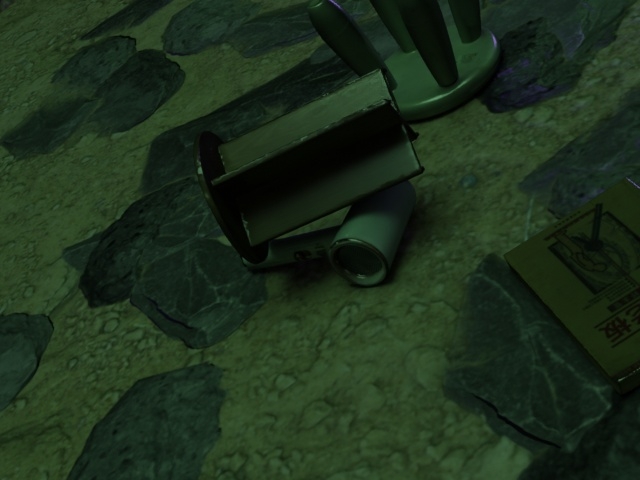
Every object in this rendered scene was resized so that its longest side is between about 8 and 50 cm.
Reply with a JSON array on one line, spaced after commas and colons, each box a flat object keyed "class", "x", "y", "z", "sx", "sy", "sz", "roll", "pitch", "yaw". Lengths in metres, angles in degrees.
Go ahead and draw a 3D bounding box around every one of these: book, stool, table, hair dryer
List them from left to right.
[{"class": "table", "x": -0.006, "y": -0.092, "z": 1.206, "sx": 0.226, "sy": 0.167, "sz": 0.167, "roll": -24, "pitch": 35, "yaw": 13}, {"class": "hair dryer", "x": 0.000, "y": 0.000, "z": 1.280, "sx": 0.236, "sy": 0.073, "sz": 0.131, "roll": -16, "pitch": 35, "yaw": 38}, {"class": "stool", "x": 0.121, "y": -0.290, "z": 1.416, "sx": 0.195, "sy": 0.199, "sz": 0.195, "roll": -1, "pitch": 47, "yaw": 36}, {"class": "book", "x": 0.293, "y": 0.036, "z": 1.023, "sx": 0.161, "sy": 0.026, "sz": 0.231, "roll": -32, "pitch": 35, "yaw": 0}]
